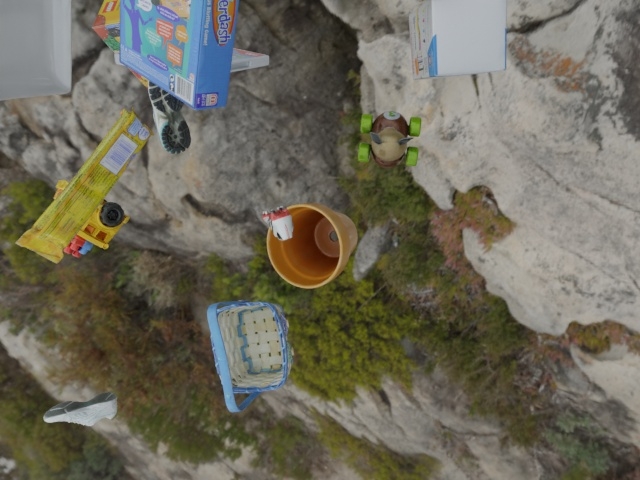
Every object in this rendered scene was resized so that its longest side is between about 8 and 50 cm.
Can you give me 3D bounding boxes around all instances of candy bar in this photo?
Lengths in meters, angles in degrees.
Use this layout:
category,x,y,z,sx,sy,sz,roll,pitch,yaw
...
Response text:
category,x,y,z,sx,sy,sz,roll,pitch,yaw
candy bar,-0.212,-0.053,0.475,0.018,0.161,0.040,16,159,46

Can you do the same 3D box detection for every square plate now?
category,x,y,z,sx,sy,sz,roll,pitch,yaw
square plate,-0.635,-0.458,1.022,0.049,0.344,0.347,16,114,10

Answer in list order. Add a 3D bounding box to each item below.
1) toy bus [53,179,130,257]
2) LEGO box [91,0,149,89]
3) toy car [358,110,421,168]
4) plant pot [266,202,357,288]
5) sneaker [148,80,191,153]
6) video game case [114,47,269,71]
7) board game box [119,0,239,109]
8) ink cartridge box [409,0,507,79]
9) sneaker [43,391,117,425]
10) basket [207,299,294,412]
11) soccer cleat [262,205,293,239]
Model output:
category,x,y,z,sx,sy,sz,roll,pitch,yaw
toy bus,-0.758,-0.059,1.619,0.150,0.211,0.220,19,165,43
LEGO box,-0.604,-0.880,1.980,0.193,0.499,0.372,1,155,21
toy car,0.173,-0.257,1.277,0.155,0.188,0.148,5,96,6
plant pot,0.000,0.000,1.296,0.205,0.188,0.205,5,102,26
sneaker,-0.455,-0.401,1.488,0.122,0.110,0.282,41,135,45
video game case,-0.282,-0.410,1.160,0.204,0.285,0.025,21,122,25
board game box,-0.155,-0.270,0.549,0.160,0.047,0.210,36,128,29
ink cartridge box,0.321,-0.482,1.228,0.169,0.232,0.171,-6,105,-1
sneaker,-0.533,0.389,1.145,0.054,0.152,0.061,-145,52,-63
basket,-0.185,0.266,1.294,0.201,0.289,0.254,-12,89,20
soccer cleat,-0.045,-0.018,0.557,0.083,0.029,0.035,-166,59,-77
